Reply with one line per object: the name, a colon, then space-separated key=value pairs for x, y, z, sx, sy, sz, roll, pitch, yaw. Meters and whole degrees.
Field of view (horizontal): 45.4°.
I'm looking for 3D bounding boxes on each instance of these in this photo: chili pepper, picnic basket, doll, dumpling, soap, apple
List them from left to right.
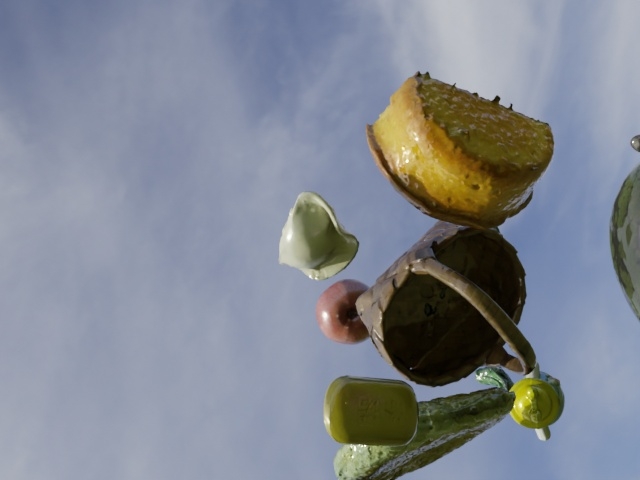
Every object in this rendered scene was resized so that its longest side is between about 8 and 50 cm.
dumpling: x=0.000 y=-0.001 z=1.322 sx=0.100 sy=0.134 sz=0.169 roll=-56 pitch=-14 yaw=-71
apple: x=0.066 y=0.164 z=1.744 sx=0.154 sy=0.120 sz=0.153 roll=1 pitch=-94 yaw=-11
soap: x=0.070 y=0.224 z=1.001 sx=0.140 sy=0.045 sz=0.088 roll=9 pitch=-110 yaw=-24
picnic basket: x=0.270 y=0.133 z=1.424 sx=0.337 sy=0.337 sz=0.293 roll=-47 pitch=-67 yaw=-17
chili pepper: x=0.454 y=0.366 z=1.922 sx=0.050 sy=0.182 sz=0.073 roll=16 pitch=-74 yaw=-24
doll: x=0.415 y=0.308 z=1.463 sx=0.135 sy=0.099 sz=0.241 roll=-66 pitch=-22 yaw=2

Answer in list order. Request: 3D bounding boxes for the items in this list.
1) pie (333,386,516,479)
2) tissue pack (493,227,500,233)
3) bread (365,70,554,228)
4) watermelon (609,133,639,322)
pie: x=0.168 y=0.325 z=1.266 sx=0.323 sy=0.070 sz=0.323 roll=-20 pitch=-27 yaw=-10
tissue pack: x=0.364 y=0.082 z=2.024 sx=0.134 sy=0.271 sz=0.192 roll=-4 pitch=-109 yaw=-47
bread: x=0.253 y=-0.132 z=1.317 sx=0.340 sy=0.179 sz=0.194 roll=18 pitch=-45 yaw=-16
watermelon: x=0.532 y=0.009 z=1.012 sx=0.279 sy=0.279 sz=0.359 roll=-16 pitch=-96 yaw=-38
